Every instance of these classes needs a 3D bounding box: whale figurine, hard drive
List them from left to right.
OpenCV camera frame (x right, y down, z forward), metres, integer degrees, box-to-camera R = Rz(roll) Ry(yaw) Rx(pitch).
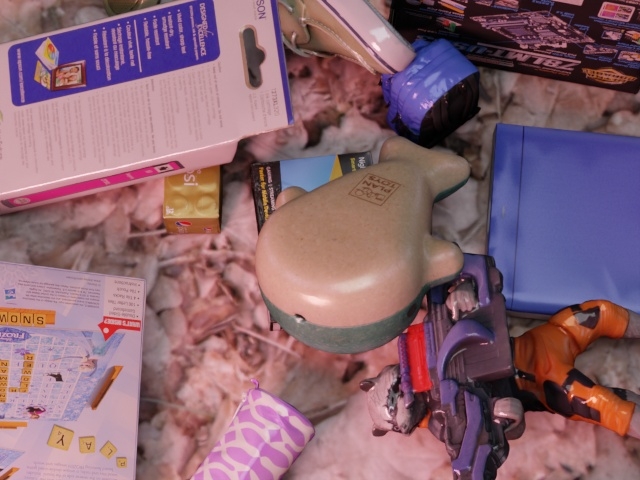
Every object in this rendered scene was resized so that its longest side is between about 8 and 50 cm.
[{"bbox_3d":[0.050,0.007,1.735,0.216,0.141,0.272,19,47,24],"label":"whale figurine"},{"bbox_3d":[0.340,-0.009,1.828,0.318,0.040,0.210,6,72,0],"label":"hard drive"}]

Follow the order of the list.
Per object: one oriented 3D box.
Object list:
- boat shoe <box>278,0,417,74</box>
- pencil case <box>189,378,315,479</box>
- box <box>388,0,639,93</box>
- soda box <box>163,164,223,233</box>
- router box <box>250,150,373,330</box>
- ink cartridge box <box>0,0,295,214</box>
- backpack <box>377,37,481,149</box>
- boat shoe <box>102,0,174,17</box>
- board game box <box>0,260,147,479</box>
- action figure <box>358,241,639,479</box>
[{"bbox_3d":[-0.012,-0.246,1.834,0.094,0.109,0.302,-50,49,2],"label":"boat shoe"},{"bbox_3d":[-0.092,0.240,1.714,0.088,0.086,0.206,37,75,1],"label":"pencil case"},{"bbox_3d":[0.223,-0.260,1.773,0.295,0.293,0.073,11,74,2],"label":"box"},{"bbox_3d":[-0.136,-0.100,1.834,0.061,0.058,0.181,0,73,-1],"label":"soda box"},{"bbox_3d":[0.000,0.000,1.813,0.133,0.046,0.179,-7,73,-5],"label":"router box"},{"bbox_3d":[-0.208,-0.150,1.796,0.371,0.069,0.176,-13,70,13],"label":"ink cartridge box"},{"bbox_3d":[0.113,-0.162,1.829,0.098,0.120,0.101,-43,79,-12],"label":"backpack"},{"bbox_3d":[-0.198,-0.380,1.898,0.103,0.113,0.302,5,75,-45],"label":"boat shoe"},{"bbox_3d":[-0.340,0.177,1.688,0.318,0.066,0.318,8,71,-19],"label":"board game box"},{"bbox_3d":[0.203,0.175,1.696,0.330,0.178,0.341,-1,52,11],"label":"action figure"}]
